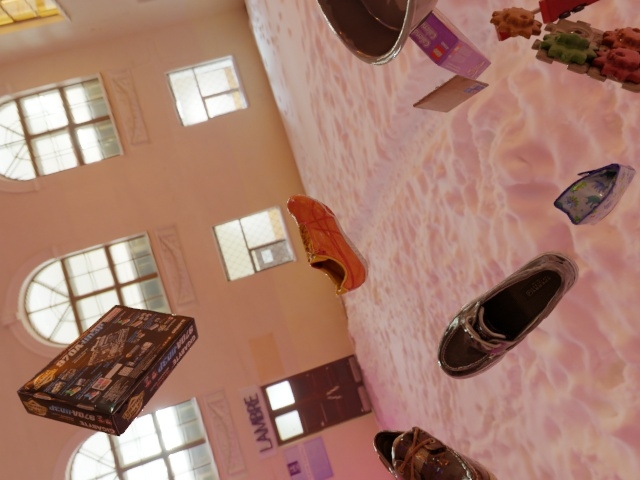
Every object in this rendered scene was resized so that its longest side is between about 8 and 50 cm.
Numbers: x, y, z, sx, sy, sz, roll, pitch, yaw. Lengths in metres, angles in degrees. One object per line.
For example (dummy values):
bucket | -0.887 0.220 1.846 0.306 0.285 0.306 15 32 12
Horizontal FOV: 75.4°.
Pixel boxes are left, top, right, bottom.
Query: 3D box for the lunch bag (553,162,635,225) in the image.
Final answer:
lunch bag | 0.635 -0.113 0.949 0.151 0.128 0.096 -55 55 36

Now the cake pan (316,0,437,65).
cake pan | 0.036 -0.333 0.418 0.293 0.054 0.293 62 174 12

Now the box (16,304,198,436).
box | -0.337 0.200 0.690 0.220 0.175 0.051 -61 -27 -57

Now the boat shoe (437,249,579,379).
boat shoe | 0.319 0.146 0.769 0.121 0.119 0.335 47 121 27

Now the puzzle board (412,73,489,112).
puzzle board | 0.244 -0.274 0.775 0.096 0.128 0.011 -28 78 45

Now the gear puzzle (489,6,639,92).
gear puzzle | 0.438 -0.317 0.654 0.338 0.175 0.044 29 146 18

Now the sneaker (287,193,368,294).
sneaker | 0.000 0.000 0.611 0.175 0.067 0.064 51 145 19

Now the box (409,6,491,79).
box | 0.233 -0.426 0.843 0.201 0.057 0.293 51 -147 11

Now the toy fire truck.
toy fire truck | 0.444 -0.445 0.782 0.135 0.191 0.047 -87 -28 -67

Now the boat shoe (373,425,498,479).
boat shoe | 0.179 0.403 0.740 0.123 0.123 0.342 36 165 0
